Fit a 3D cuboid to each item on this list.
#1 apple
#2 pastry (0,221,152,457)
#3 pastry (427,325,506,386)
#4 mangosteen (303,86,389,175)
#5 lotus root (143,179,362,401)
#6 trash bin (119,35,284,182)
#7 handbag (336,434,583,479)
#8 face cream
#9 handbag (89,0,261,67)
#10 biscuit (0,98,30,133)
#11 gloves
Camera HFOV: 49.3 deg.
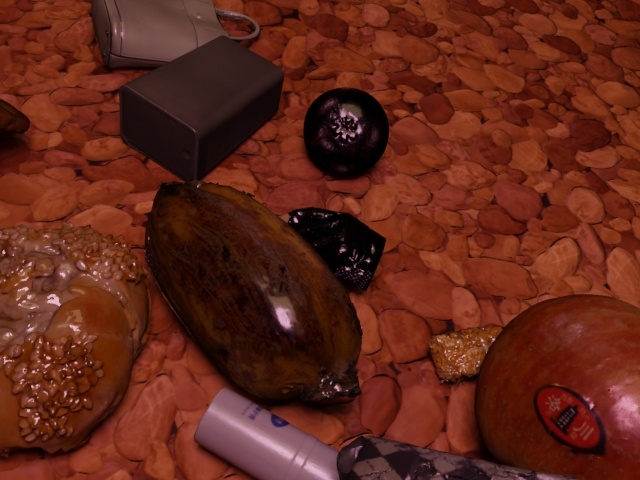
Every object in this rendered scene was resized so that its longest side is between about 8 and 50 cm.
[{"bbox_3d":[0.325,0.220,0.823,0.250,0.277,0.309,-28,37,3],"label":"apple"},{"bbox_3d":[-0.342,0.097,0.850,0.255,0.162,0.311,11,51,-6],"label":"pastry"},{"bbox_3d":[0.224,0.157,0.982,0.140,0.056,0.080,-10,65,-21],"label":"pastry"},{"bbox_3d":[0.044,-0.182,1.180,0.152,0.152,0.152,6,50,-7],"label":"mangosteen"},{"bbox_3d":[-0.088,0.061,0.914,0.196,0.179,0.397,-20,57,-36],"label":"lotus root"},{"bbox_3d":[-0.191,-0.229,1.174,0.164,0.122,0.240,33,50,15],"label":"trash bin"},{"bbox_3d":[0.087,0.357,0.567,0.316,0.180,0.416,13,37,25],"label":"handbag"},{"bbox_3d":[-0.025,0.267,0.826,0.250,0.077,0.077,28,51,9],"label":"face cream"},{"bbox_3d":[-0.271,-0.404,1.343,0.315,0.109,0.241,-2,52,-30],"label":"handbag"},{"bbox_3d":[-0.597,-0.228,0.993,0.359,0.359,0.046,22,94,6],"label":"biscuit"},{"bbox_3d":[0.000,0.000,1.032,0.180,0.106,0.129,22,52,2],"label":"gloves"}]
